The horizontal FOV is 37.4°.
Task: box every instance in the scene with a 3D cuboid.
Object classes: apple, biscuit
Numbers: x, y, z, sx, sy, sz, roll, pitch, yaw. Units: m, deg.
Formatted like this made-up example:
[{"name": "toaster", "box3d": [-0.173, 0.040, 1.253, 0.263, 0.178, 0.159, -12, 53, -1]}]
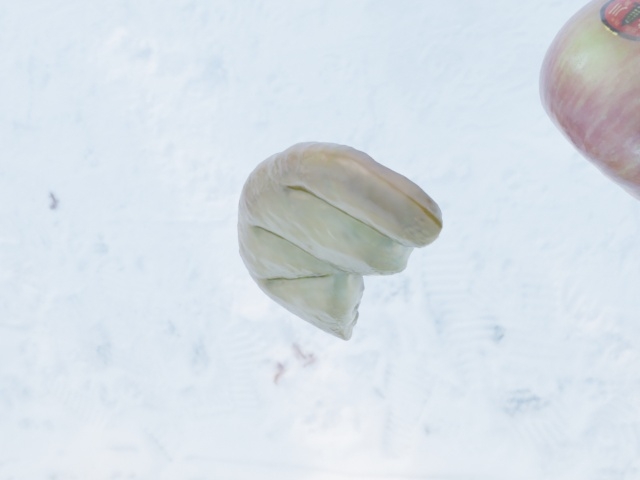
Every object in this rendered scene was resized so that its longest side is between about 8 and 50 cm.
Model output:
[{"name": "apple", "box3d": [0.209, -0.088, 0.547, 0.131, 0.146, 0.146, -44, 83, 18]}, {"name": "biscuit", "box3d": [-0.003, -0.003, 0.787, 0.154, 0.045, 0.299, 41, 155, 5]}]
